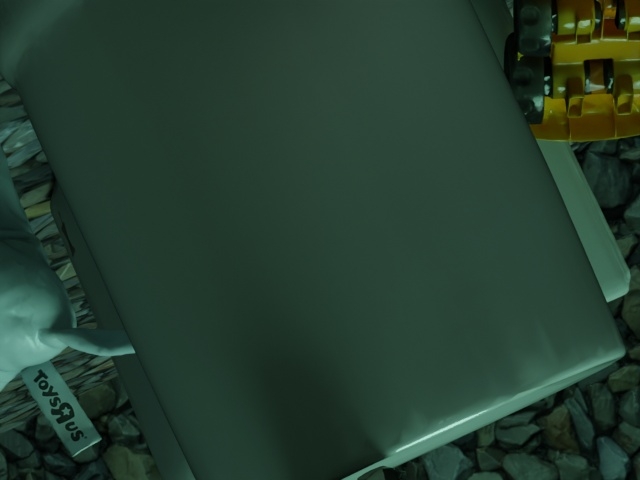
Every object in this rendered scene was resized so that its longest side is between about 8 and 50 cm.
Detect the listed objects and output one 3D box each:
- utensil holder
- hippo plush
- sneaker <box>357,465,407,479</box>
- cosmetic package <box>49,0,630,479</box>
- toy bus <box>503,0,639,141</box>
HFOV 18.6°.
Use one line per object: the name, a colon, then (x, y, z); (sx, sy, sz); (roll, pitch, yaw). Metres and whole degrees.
utensil holder: (-0.009, -0.031, 1.347); (0.327, 0.385, 0.327); (-23, 172, -4)
hippo plush: (-0.323, 0.055, 1.455); (0.234, 0.294, 0.236); (-51, 153, 21)
sneaker: (0.017, 0.195, 1.252); (0.106, 0.078, 0.234); (-22, 168, 1)
cosmetic package: (0.000, 0.000, 1.774); (0.394, 0.327, 0.329); (-21, 171, -15)
toy bus: (0.224, -0.215, 1.595); (0.149, 0.211, 0.220); (-2, 152, 2)
